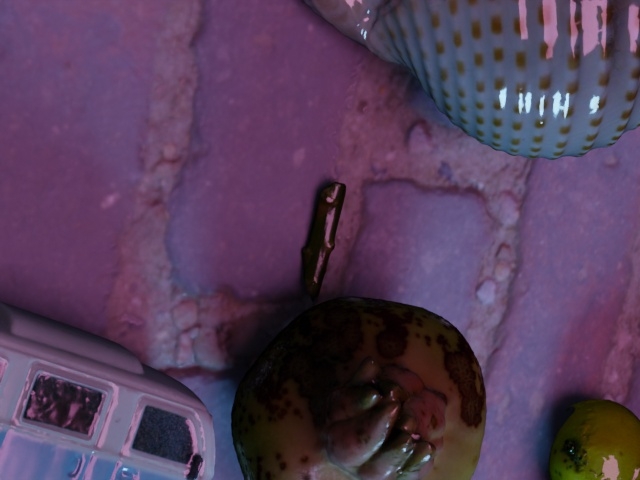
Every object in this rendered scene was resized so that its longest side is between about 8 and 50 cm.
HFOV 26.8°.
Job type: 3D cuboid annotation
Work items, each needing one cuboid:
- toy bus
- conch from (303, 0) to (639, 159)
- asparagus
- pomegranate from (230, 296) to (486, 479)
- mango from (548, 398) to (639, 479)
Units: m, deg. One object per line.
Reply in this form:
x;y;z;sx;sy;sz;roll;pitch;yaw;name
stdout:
-0.208;0.147;1.025;0.271;0.133;0.165;23;87;-32;toy bus
0.170;-0.221;1.108;0.319;0.215;0.303;5;91;-33;conch
0.001;0.000;1.175;0.025;0.021;0.108;8;100;-28;asparagus
0.053;0.156;1.102;0.204;0.276;0.222;16;77;-31;pomegranate
0.301;0.239;1.379;0.119;0.100;0.178;-53;134;-13;mango
